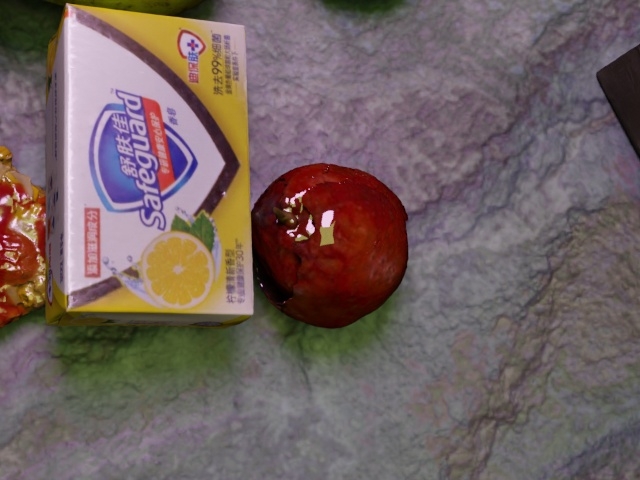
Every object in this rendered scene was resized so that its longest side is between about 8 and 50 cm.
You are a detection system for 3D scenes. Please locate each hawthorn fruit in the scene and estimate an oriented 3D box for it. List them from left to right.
[{"bbox_3d":[0.000,0.000,0.982,0.148,0.172,0.148,-5,76,20],"label":"hawthorn fruit"}]

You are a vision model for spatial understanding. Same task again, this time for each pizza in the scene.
[{"bbox_3d":[-0.247,0.010,1.004,0.199,0.062,0.188,2,86,-9],"label":"pizza"}]

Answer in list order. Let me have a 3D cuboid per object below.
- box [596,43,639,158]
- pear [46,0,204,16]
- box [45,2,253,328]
[{"bbox_3d":[0.391,-0.103,1.050,0.155,0.149,0.231,-28,88,-9],"label":"box"},{"bbox_3d":[-0.198,-0.304,0.981,0.292,0.159,0.292,20,50,-26],"label":"pear"},{"bbox_3d":[-0.150,-0.057,0.971,0.168,0.097,0.265,4,77,-25],"label":"box"}]
